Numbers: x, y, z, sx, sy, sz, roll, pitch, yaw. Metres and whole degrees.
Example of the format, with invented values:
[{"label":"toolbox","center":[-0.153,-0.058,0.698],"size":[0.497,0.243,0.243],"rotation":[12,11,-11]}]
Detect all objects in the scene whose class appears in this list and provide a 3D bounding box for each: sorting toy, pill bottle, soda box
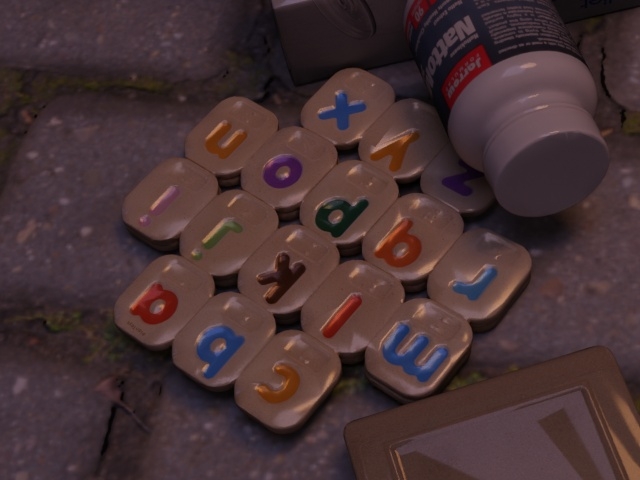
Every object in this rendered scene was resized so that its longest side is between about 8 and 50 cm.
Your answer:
[{"label":"sorting toy","center":[0.122,0.172,0.901],"size":[0.347,0.047,0.196],"rotation":[-17,52,-1]},{"label":"pill bottle","center":[0.131,-0.109,1.021],"size":[0.108,0.108,0.180],"rotation":[-18,50,-1]},{"label":"soda box","center":[0.101,-0.210,1.117],"size":[0.286,0.098,0.091],"rotation":[-13,57,2]}]

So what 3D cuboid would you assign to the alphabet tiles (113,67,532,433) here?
[{"label":"alphabet tiles","center":[0.000,0.000,1.046],"size":[0.284,0.021,0.278],"rotation":[30,65,26]}]
